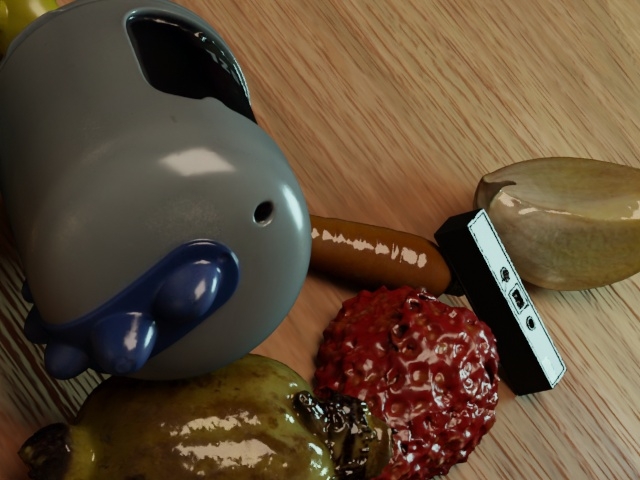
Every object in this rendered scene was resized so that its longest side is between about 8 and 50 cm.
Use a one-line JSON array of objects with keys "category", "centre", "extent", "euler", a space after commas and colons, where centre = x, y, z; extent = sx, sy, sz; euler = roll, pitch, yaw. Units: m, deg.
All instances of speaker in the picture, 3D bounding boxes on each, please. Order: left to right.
[{"category": "speaker", "centre": [0.179, 0.062, 1.876], "extent": [0.040, 0.046, 0.191], "euler": [-44, 111, -47]}]

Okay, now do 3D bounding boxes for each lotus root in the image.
[{"category": "lotus root", "centre": [-0.099, 0.176, 1.584], "extent": [0.314, 0.141, 0.169], "euler": [2, 51, -20]}]

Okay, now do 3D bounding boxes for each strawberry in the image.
[{"category": "strawberry", "centre": [0.088, 0.134, 1.765], "extent": [0.190, 0.111, 0.236], "euler": [40, 45, -5]}]

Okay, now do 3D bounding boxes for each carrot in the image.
[{"category": "carrot", "centre": [0.000, 0.000, 1.842], "extent": [0.336, 0.069, 0.069], "euler": [17, 49, -20]}]

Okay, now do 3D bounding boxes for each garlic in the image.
[{"category": "garlic", "centre": [0.253, -0.028, 1.969], "extent": [0.245, 0.164, 0.145], "euler": [2, 73, -27]}]

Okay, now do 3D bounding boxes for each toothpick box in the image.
[{"category": "toothpick box", "centre": [-0.149, -0.025, 1.564], "extent": [0.263, 0.263, 0.354], "euler": [15, 23, -25]}]

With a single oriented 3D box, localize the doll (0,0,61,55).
[{"category": "doll", "centre": [-0.332, -0.227, 1.741], "extent": [0.221, 0.143, 0.135], "euler": [12, 53, -36]}]
